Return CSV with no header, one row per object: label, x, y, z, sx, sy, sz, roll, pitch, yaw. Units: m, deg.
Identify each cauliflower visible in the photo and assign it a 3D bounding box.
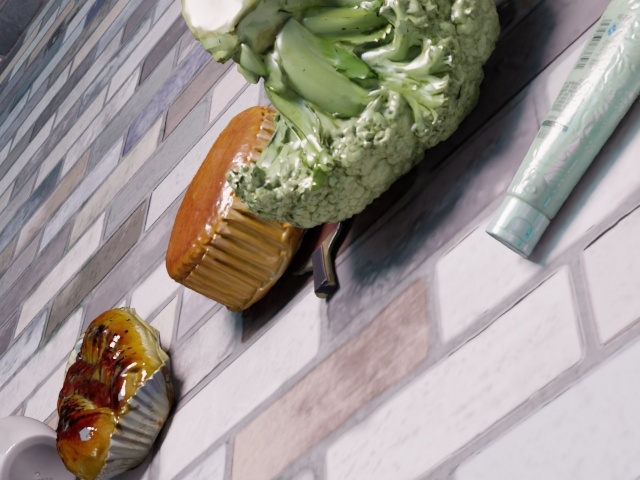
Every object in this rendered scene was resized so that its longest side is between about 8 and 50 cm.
cauliflower,0.010,-0.169,0.998,0.272,0.250,0.275,-44,32,35

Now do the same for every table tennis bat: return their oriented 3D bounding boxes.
table tennis bat,0.000,0.000,1.108,0.095,0.014,0.158,-48,24,23

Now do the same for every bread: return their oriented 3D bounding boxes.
bread,-0.077,-0.034,1.168,0.199,0.104,0.199,-53,19,27

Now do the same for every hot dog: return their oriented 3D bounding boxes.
hot dog,-0.229,0.157,1.287,0.162,0.082,0.270,-56,23,2

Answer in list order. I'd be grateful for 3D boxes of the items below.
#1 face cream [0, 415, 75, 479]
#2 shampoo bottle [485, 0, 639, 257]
face cream,-0.333,0.254,1.330,0.104,0.117,0.117,-3,58,52
shampoo bottle,0.176,-0.078,0.821,0.190,0.041,0.069,-59,29,0
